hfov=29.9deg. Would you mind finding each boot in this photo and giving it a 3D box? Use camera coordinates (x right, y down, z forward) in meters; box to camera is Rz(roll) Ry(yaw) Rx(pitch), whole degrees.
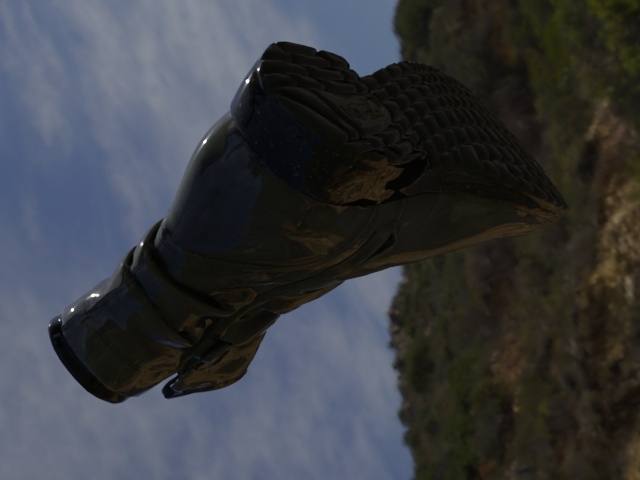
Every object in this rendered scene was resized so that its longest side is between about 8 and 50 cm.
[{"bbox_3d":[0.000,0.000,0.537,0.247,0.161,0.083,3,-135,-55],"label":"boot"}]
